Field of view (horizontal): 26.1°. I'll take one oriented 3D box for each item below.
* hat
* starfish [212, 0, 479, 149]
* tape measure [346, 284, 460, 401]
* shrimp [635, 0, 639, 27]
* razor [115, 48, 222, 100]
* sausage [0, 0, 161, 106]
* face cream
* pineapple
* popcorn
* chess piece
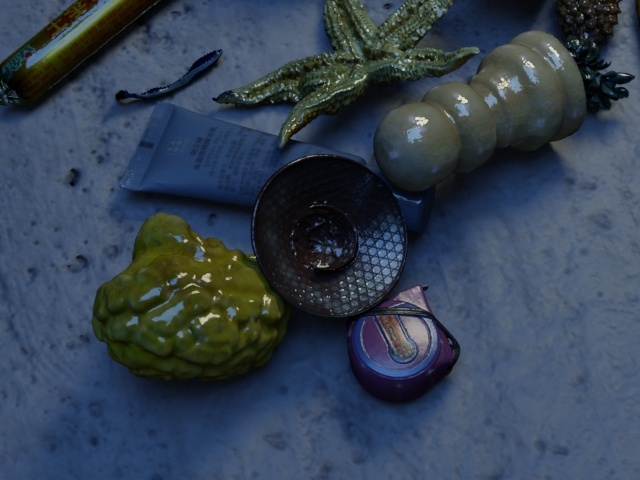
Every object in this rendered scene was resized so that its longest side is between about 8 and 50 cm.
[{"bbox_3d":[0.000,0.000,1.615,0.193,0.082,0.193,4,79,-19],"label":"hat"},{"bbox_3d":[0.054,-0.225,1.722,0.347,0.078,0.358,-47,42,-18],"label":"starfish"},{"bbox_3d":[0.093,0.123,1.594,0.125,0.074,0.118,-19,59,-8],"label":"tape measure"},{"bbox_3d":[0.477,-0.405,1.713,0.085,0.272,0.445,16,53,-20],"label":"shrimp"},{"bbox_3d":[-0.195,-0.211,1.812,0.154,0.044,0.028,-24,94,-8],"label":"razor"},{"bbox_3d":[-0.292,-0.301,1.840,0.371,0.082,0.082,-41,67,-12],"label":"sausage"},{"bbox_3d":[-0.051,-0.081,1.703,0.385,0.086,0.136,13,63,15],"label":"face cream"},{"bbox_3d":[0.344,-0.265,1.743,0.103,0.083,0.221,5,66,6],"label":"pineapple"},{"bbox_3d":[-0.151,0.063,1.582,0.226,0.200,0.203,-13,74,1],"label":"popcorn"},{"bbox_3d":[0.179,-0.138,1.632,0.261,0.143,0.143,-28,64,-26],"label":"chess piece"}]
